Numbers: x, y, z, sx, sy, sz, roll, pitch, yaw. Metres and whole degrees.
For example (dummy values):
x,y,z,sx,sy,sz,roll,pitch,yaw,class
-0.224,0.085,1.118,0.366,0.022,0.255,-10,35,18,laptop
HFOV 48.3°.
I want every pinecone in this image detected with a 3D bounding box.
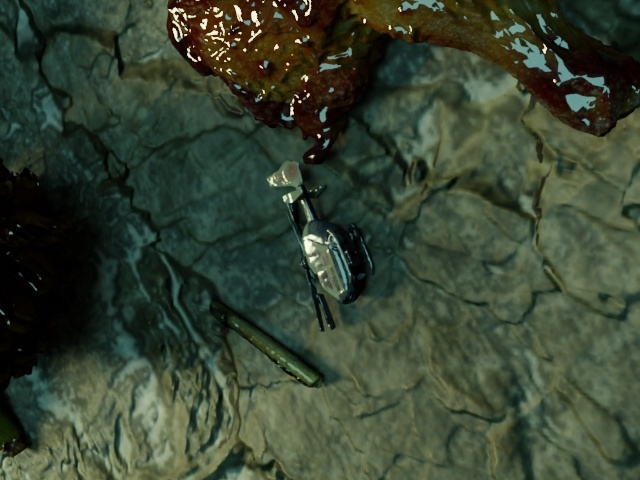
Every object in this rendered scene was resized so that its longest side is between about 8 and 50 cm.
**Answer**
x,y,z,sx,sy,sz,roll,pitch,yaw,class
-0.293,0.021,0.556,0.222,0.221,0.221,2,94,28,pinecone

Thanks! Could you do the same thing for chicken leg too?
x,y,z,sx,sy,sz,roll,pitch,yaw,class
0.030,-0.139,0.444,0.323,0.083,0.177,-2,101,30,chicken leg

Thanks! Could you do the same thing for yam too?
x,y,z,sx,sy,sz,roll,pitch,yaw,class
-0.042,0.075,0.523,0.107,0.014,0.014,32,107,23,yam

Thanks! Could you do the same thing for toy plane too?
x,y,z,sx,sy,sz,roll,pitch,yaw,class
0.000,0.000,0.488,0.049,0.031,0.120,-24,84,36,toy plane

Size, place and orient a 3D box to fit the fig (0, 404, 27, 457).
x,y,z,sx,sy,sz,roll,pitch,yaw,class
-0.365,0.140,0.642,0.185,0.126,0.132,22,84,25,fig
